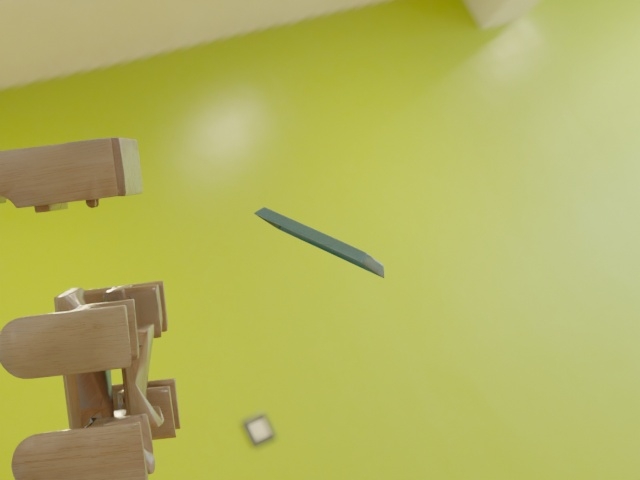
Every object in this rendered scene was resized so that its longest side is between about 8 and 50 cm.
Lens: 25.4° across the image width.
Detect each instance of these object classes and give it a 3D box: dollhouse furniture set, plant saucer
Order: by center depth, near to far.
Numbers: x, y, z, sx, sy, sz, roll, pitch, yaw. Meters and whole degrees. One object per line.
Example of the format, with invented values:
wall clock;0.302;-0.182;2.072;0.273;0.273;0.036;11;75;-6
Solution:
dollhouse furniture set;-0.331;0.087;1.697;0.256;0.394;0.362;-6;3;1
plant saucer;0.000;0.000;1.876;0.067;0.192;0.018;35;-99;-55
